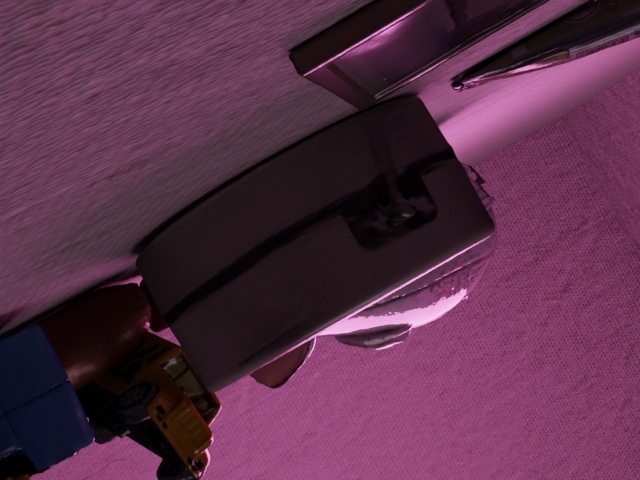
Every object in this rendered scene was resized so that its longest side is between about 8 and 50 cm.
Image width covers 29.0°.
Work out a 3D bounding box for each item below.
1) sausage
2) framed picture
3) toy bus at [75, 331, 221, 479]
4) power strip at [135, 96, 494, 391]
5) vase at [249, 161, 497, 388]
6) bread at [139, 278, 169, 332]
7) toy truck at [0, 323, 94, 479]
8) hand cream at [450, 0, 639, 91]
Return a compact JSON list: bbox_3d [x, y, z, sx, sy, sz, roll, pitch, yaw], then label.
[{"bbox_3d":[-0.365,0.168,1.316,0.419,0.094,0.094,-29,-142,-13],"label":"sausage"},{"bbox_3d":[0.096,-0.154,0.824,0.213,0.016,0.289,-29,177,8],"label":"framed picture"},{"bbox_3d":[-0.215,0.172,1.433,0.123,0.121,0.335,-39,-155,-22],"label":"toy bus"},{"bbox_3d":[0.000,0.000,1.227,0.357,0.161,0.357,-29,176,-2],"label":"power strip"},{"bbox_3d":[0.043,0.032,1.623,0.250,0.250,0.445,-31,174,43],"label":"vase"},{"bbox_3d":[-0.160,0.048,1.441,0.119,0.067,0.192,-40,-174,-40],"label":"bread"},{"bbox_3d":[-0.405,0.218,1.121,0.385,0.161,0.162,-28,-177,-30],"label":"toy truck"},{"bbox_3d":[0.245,-0.203,1.266,0.235,0.055,0.086,-22,177,12],"label":"hand cream"}]
